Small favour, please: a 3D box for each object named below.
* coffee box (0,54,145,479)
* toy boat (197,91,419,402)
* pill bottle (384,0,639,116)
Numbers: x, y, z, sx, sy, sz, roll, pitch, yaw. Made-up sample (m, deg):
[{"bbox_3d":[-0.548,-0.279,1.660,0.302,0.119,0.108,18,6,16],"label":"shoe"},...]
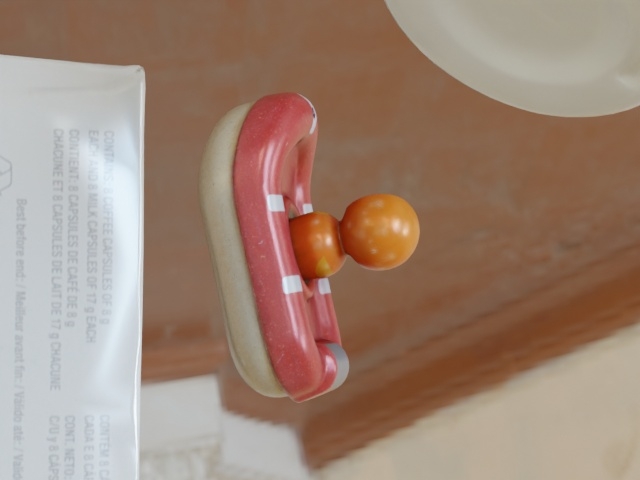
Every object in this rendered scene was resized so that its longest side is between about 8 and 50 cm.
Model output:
[{"bbox_3d":[-0.299,0.071,0.999,0.338,0.338,0.334,2,178,-20],"label":"coffee box"},{"bbox_3d":[0.000,0.000,1.368,0.151,0.231,0.151,-13,177,10],"label":"toy boat"},{"bbox_3d":[0.126,-0.185,0.780,0.136,0.246,0.136,18,148,12],"label":"pill bottle"}]
